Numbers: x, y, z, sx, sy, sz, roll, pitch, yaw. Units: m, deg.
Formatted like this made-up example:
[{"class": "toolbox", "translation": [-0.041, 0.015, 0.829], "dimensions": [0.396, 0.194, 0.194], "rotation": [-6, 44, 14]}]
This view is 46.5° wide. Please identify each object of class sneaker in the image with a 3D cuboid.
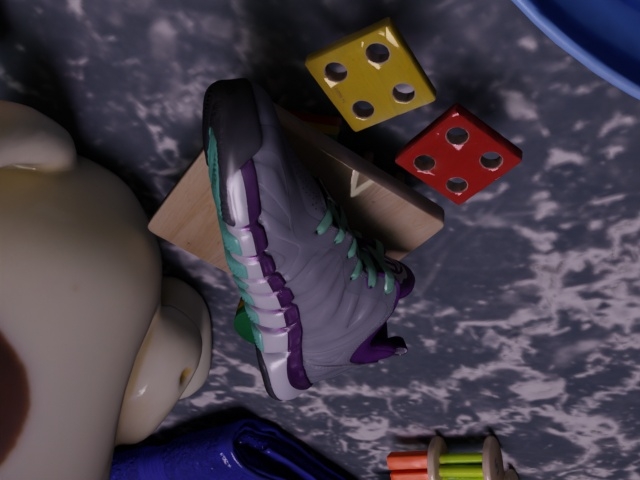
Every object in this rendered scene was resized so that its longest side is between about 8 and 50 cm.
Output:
[{"class": "sneaker", "translation": [0.000, 0.000, 0.399], "dimensions": [0.098, 0.083, 0.223], "rotation": [-13, 141, -4]}]

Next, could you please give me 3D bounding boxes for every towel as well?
[{"class": "towel", "translation": [-0.115, 0.286, 0.827], "dimensions": [0.308, 0.076, 0.227], "rotation": [-24, 121, 36]}]

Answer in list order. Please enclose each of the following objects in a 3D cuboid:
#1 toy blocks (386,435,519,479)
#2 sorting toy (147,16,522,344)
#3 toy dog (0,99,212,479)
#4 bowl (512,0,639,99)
[{"class": "toy blocks", "translation": [0.104, 0.231, 0.710], "dimensions": [0.148, 0.054, 0.123], "rotation": [-10, 135, 26]}, {"class": "sorting toy", "translation": [-0.011, -0.028, 0.445], "dimensions": [0.132, 0.046, 0.274], "rotation": [29, 138, -18]}, {"class": "toy dog", "translation": [-0.218, 0.161, 0.440], "dimensions": [0.285, 0.408, 0.395], "rotation": [24, 139, -14]}, {"class": "bowl", "translation": [0.207, -0.189, 0.177], "dimensions": [0.391, 0.077, 0.391], "rotation": [8, 139, 7]}]
